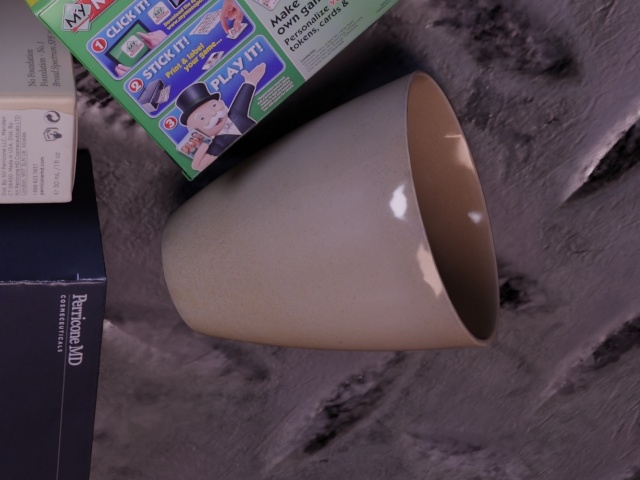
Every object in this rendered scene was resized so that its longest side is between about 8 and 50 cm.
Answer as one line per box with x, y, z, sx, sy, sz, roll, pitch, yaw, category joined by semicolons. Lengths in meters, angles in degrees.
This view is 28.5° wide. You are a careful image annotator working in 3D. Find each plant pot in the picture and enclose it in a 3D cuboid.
0.000;0.000;1.189;0.274;0.256;0.256;-14;138;21;plant pot

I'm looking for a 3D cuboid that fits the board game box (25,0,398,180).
-0.049;-0.221;1.009;0.317;0.046;0.213;-41;133;0;board game box

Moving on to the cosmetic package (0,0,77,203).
-0.356;-0.116;1.002;0.309;0.160;0.113;-2;132;-17;cosmetic package

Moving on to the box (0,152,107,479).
-0.373;0.099;1.191;0.312;0.179;0.343;0;133;-16;box
